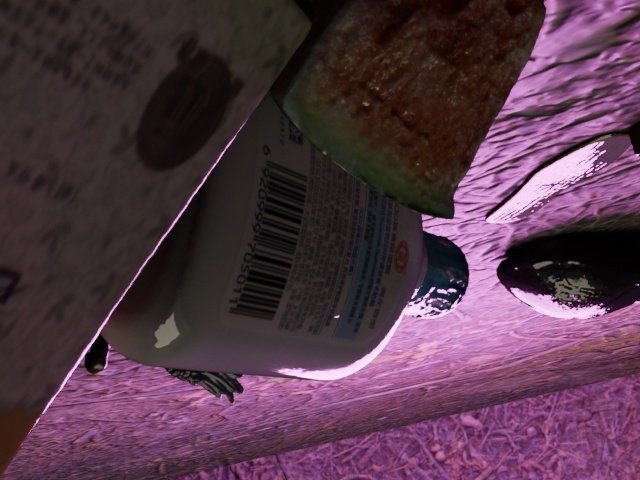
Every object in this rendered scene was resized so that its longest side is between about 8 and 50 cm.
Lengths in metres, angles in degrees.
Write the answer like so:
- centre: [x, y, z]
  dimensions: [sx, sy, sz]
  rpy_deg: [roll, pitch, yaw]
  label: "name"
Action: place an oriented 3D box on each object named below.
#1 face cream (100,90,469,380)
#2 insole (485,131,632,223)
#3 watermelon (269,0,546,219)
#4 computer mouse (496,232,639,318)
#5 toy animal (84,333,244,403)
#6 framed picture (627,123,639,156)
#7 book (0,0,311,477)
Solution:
- centre: [0.000, 0.000, 0.637]
  dimensions: [0.080, 0.163, 0.337]
  rpy_deg: [8, 176, 29]
  label: "face cream"
- centre: [0.187, -0.046, 0.877]
  dimensions: [0.064, 0.004, 0.188]
  rpy_deg: [-4, 162, -21]
  label: "insole"
- centre: [0.042, -0.082, 0.480]
  dimensions: [0.098, 0.121, 0.158]
  rpy_deg: [30, 136, -35]
  label: "watermelon"
- centre: [0.281, 0.040, 1.117]
  dimensions: [0.217, 0.073, 0.122]
  rpy_deg: [-3, 162, -31]
  label: "computer mouse"
- centre: [-0.141, 0.044, 0.785]
  dimensions: [0.220, 0.108, 0.062]
  rpy_deg: [32, 153, -15]
  label: "toy animal"
- centre: [0.324, -0.085, 0.810]
  dimensions: [0.128, 0.023, 0.168]
  rpy_deg: [-25, 159, 38]
  label: "framed picture"
- centre: [-0.158, 0.037, 0.338]
  dimensions: [0.389, 0.032, 0.269]
  rpy_deg: [-56, 158, 2]
  label: "book"
